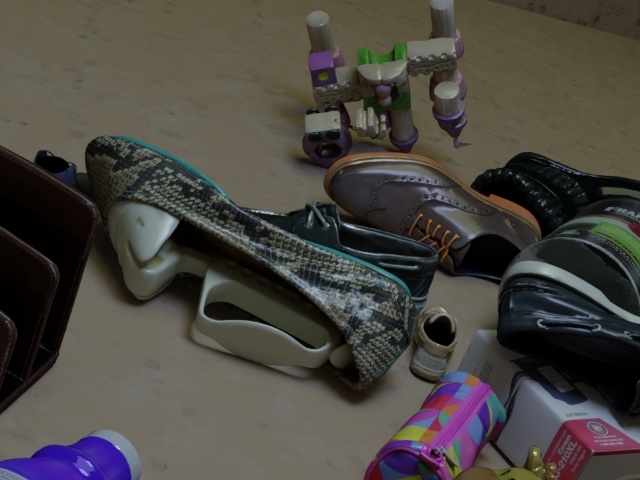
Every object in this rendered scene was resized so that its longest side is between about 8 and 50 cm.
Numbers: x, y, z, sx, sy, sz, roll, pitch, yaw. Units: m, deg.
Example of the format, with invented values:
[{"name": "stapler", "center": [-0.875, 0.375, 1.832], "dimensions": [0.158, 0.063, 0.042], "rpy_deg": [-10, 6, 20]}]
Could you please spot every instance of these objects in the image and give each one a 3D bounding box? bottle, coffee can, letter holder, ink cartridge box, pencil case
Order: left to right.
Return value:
[{"name": "letter holder", "center": [-0.400, 0.004, 1.276], "dimensions": [0.302, 0.214, 0.152], "rpy_deg": [25, 24, 6]}, {"name": "bottle", "center": [-0.250, 0.240, 1.061], "dimensions": [0.118, 0.092, 0.283], "rpy_deg": [29, 25, 14]}, {"name": "pencil case", "center": [0.131, 0.225, 1.407], "dimensions": [0.104, 0.104, 0.236], "rpy_deg": [27, 24, 12]}, {"name": "ink cartridge box", "center": [0.296, 0.213, 1.564], "dimensions": [0.172, 0.100, 0.237], "rpy_deg": [4, 30, -36]}, {"name": "coffee can", "center": [0.396, 0.064, 1.837], "dimensions": [0.201, 0.201, 0.275], "rpy_deg": [31, 26, 19]}]

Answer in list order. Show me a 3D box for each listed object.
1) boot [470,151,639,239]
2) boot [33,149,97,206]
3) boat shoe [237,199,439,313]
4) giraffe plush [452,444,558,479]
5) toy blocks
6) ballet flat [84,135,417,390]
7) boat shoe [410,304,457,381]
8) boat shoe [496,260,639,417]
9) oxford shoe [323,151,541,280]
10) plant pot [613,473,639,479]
[{"name": "boot", "center": [0.434, -0.043, 2.168], "dimensions": [0.348, 0.131, 0.260], "rpy_deg": [17, 15, 15]}, {"name": "boot", "center": [-0.322, -0.070, 1.626], "dimensions": [0.082, 0.106, 0.219], "rpy_deg": [23, 24, 2]}, {"name": "boat shoe", "center": [0.000, 0.000, 1.736], "dimensions": [0.335, 0.119, 0.121], "rpy_deg": [17, 25, -12]}, {"name": "giraffe plush", "center": [0.162, 0.287, 1.212], "dimensions": [0.210, 0.170, 0.181], "rpy_deg": [5, 29, -33]}, {"name": "toy blocks", "center": [0.120, -0.224, 2.236], "dimensions": [0.289, 0.260, 0.309], "rpy_deg": [-6, 51, 5]}, {"name": "ballet flat", "center": [-0.119, 0.033, 1.555], "dimensions": [0.483, 0.164, 0.182], "rpy_deg": [28, 52, 9]}, {"name": "boat shoe", "center": [0.156, 0.122, 1.686], "dimensions": [0.063, 0.059, 0.170], "rpy_deg": [21, 24, -2]}, {"name": "boat shoe", "center": [0.358, 0.148, 1.502], "dimensions": [0.340, 0.127, 0.113], "rpy_deg": [30, 54, -3]}, {"name": "oxford shoe", "center": [0.179, -0.031, 1.950], "dimensions": [0.364, 0.130, 0.132], "rpy_deg": [17, 31, -10]}, {"name": "plant pot", "center": [0.376, 0.358, 1.321], "dimensions": [0.237, 0.109, 0.237], "rpy_deg": [19, 25, -9]}]
